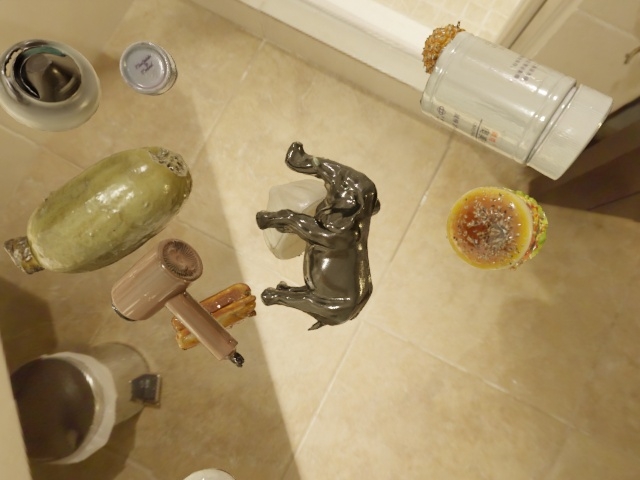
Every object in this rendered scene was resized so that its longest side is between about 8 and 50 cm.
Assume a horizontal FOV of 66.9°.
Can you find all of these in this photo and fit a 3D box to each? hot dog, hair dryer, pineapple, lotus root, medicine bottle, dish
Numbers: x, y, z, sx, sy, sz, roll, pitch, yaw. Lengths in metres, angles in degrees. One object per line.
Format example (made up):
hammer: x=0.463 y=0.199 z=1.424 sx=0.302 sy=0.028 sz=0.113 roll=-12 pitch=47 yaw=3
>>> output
hot dog: x=-0.403 y=0.292 z=1.863 sx=0.349 sy=0.117 sz=0.158 roll=-28 pitch=54 yaw=-1
hair dryer: x=-0.163 y=0.094 z=0.597 sx=0.117 sy=0.064 sz=0.181 roll=-37 pitch=100 yaw=26
pineapple: x=0.378 y=-0.536 z=1.444 sx=0.162 sy=0.176 sz=0.136 roll=1 pitch=52 yaw=23
lotus root: x=-0.193 y=-0.018 z=0.426 sx=0.183 sy=0.090 sz=0.077 roll=-29 pitch=99 yaw=12
medicine bottle: x=0.398 y=-0.280 z=1.008 sx=0.332 sy=0.190 sz=0.189 roll=34 pitch=83 yaw=18
dish: x=-0.384 y=-0.233 z=0.681 sx=0.141 sy=0.078 sz=0.140 roll=5 pitch=77 yaw=-25

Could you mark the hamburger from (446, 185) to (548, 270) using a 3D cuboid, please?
hamburger: x=0.256 y=-0.017 z=0.714 sx=0.141 sy=0.081 sz=0.126 roll=22 pitch=107 yaw=25

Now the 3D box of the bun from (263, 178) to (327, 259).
bun: x=-0.082 y=-0.085 z=1.398 sx=0.263 sy=0.263 sz=0.175 roll=-44 pitch=74 yaw=-6

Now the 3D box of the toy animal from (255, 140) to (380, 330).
toy animal: x=0.002 y=-0.003 z=0.622 sx=0.147 sy=0.114 sz=0.244 roll=4 pitch=116 yaw=21

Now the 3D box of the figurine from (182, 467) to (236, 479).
figurine: x=-0.194 y=0.536 z=0.817 sx=0.167 sy=0.141 sz=0.249 roll=-6 pitch=105 yaw=-12

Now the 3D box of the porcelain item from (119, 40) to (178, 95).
porcelain item: x=-0.499 y=-0.500 z=1.420 sx=0.147 sy=0.114 sz=0.147 roll=-1 pitch=104 yaw=-4
